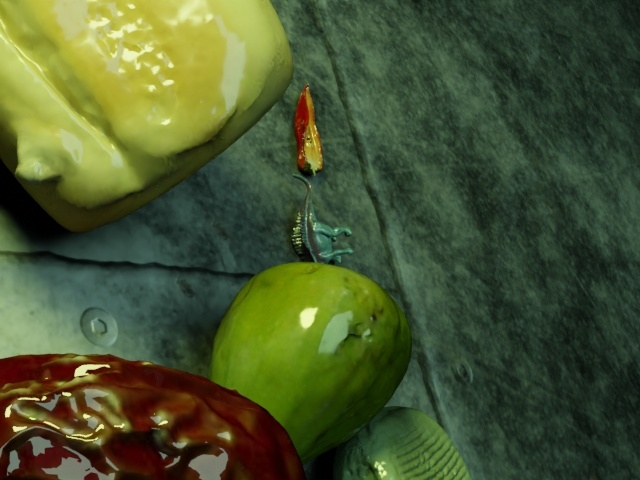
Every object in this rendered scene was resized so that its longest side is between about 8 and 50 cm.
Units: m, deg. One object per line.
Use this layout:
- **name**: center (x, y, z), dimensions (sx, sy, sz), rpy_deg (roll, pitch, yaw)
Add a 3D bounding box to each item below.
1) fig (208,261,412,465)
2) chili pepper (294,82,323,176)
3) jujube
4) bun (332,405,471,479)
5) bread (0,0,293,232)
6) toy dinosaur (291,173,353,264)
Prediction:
- **fig**: center (-0.016, 0.163, 1.200), dimensions (0.233, 0.233, 0.314), rpy_deg (38, 37, -22)
- **chili pepper**: center (-0.022, -0.163, 1.568), dimensions (0.045, 0.027, 0.178), rpy_deg (24, 50, -40)
- **jujube**: center (-0.193, 0.232, 0.939), dimensions (0.376, 0.276, 0.277), rpy_deg (21, 51, -38)
- **bun**: center (0.096, 0.307, 1.303), dimensions (0.221, 0.108, 0.221), rpy_deg (41, 30, -30)
- **bread**: center (-0.243, -0.233, 1.184), dimensions (0.348, 0.253, 0.376), rpy_deg (-39, 96, -8)
- **toy dinosaur**: center (0.000, 0.000, 1.468), dimensions (0.080, 0.045, 0.198), rpy_deg (-6, 78, -39)
